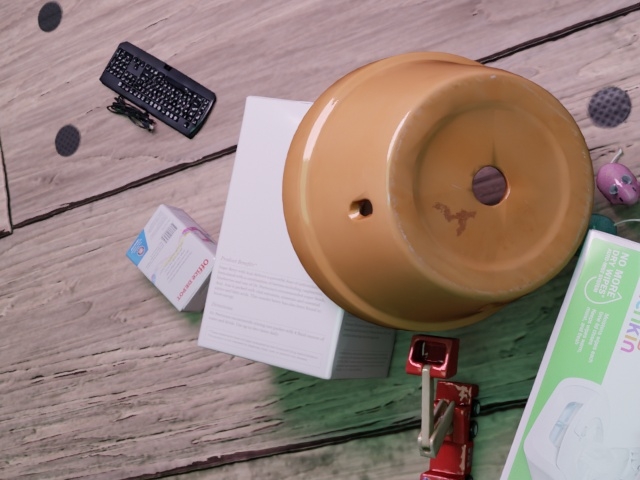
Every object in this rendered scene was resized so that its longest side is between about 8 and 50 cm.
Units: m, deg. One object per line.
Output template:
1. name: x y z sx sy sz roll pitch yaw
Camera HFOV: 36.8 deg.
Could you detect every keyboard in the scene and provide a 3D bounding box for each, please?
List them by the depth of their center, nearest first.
1. keyboard: -0.240 -0.203 1.339 0.192 0.038 0.100 32 98 26

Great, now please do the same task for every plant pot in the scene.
1. plant pot: 0.126 -0.048 0.923 0.290 0.203 0.291 0 91 -15

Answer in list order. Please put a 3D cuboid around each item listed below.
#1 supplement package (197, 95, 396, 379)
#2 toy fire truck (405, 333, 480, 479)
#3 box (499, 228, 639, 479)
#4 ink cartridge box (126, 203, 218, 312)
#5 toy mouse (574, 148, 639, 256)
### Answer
1. supplement package: 0.000 0.000 1.119 0.177 0.175 0.293 11 89 27
2. toy fire truck: 0.133 0.201 1.053 0.047 0.135 0.192 4 85 26
3. box: 0.294 0.141 0.930 0.126 0.231 0.262 21 94 26
4. ink cartridge box: -0.185 0.025 1.276 0.122 0.052 0.089 43 103 25
5. toy mouse: 0.293 -0.037 1.022 0.161 0.031 0.143 -50 28 -8
